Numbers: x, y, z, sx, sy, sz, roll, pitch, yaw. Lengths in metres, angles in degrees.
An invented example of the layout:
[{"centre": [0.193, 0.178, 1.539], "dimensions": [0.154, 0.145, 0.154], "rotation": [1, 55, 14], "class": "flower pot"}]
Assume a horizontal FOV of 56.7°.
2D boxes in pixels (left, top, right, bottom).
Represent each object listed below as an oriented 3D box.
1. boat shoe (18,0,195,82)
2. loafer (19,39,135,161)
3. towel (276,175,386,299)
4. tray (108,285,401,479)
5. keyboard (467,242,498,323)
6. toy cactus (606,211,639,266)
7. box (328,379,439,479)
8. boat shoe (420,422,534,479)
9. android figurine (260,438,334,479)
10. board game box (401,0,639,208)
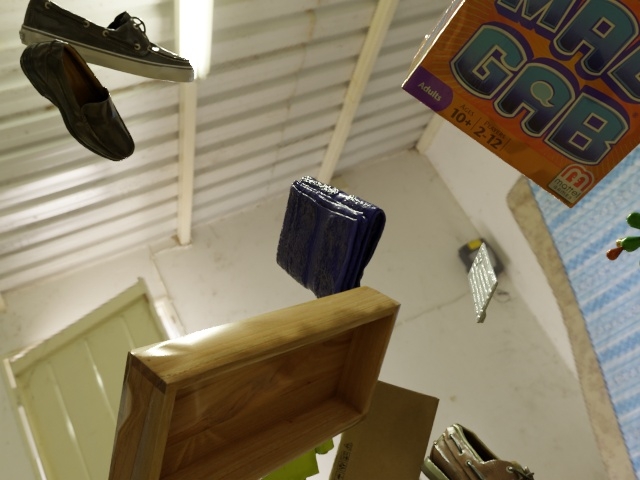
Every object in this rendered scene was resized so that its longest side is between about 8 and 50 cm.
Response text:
[{"centre": [-0.270, -0.268, 0.786], "dimensions": [0.228, 0.080, 0.076], "rotation": [7, -71, -32], "class": "boat shoe"}, {"centre": [-0.274, -0.160, 0.703], "dimensions": [0.061, 0.062, 0.170], "rotation": [-2, -37, 31], "class": "loafer"}, {"centre": [0.000, 0.000, 1.227], "dimensions": [0.076, 0.308, 0.228], "rotation": [12, -78, -31], "class": "towel"}, {"centre": [-0.061, 0.191, 0.751], "dimensions": [0.410, 0.076, 0.203], "rotation": [-8, -61, -50], "class": "tray"}, {"centre": [0.270, 0.064, 0.997], "dimensions": [0.256, 0.014, 0.072], "rotation": [-51, -24, -73], "class": "keyboard"}, {"centre": [0.592, 0.008, 1.010], "dimensions": [0.112, 0.180, 0.219], "rotation": [-27, -42, -15], "class": "toy cactus"}, {"centre": [0.120, 0.370, 1.105], "dimensions": [0.164, 0.201, 0.021], "rotation": [18, -9, -5], "class": "box"}, {"centre": [0.268, 0.374, 0.882], "dimensions": [0.110, 0.307, 0.105], "rotation": [32, -94, -32], "class": "boat shoe"}, {"centre": [-0.097, 0.335, 1.005], "dimensions": [0.248, 0.273, 0.056], "rotation": [-9, -4, -27], "class": "android figurine"}, {"centre": [0.405, -0.353, 1.024], "dimensions": [0.357, 0.356, 0.356], "rotation": [-53, 6, 34], "class": "board game box"}]
